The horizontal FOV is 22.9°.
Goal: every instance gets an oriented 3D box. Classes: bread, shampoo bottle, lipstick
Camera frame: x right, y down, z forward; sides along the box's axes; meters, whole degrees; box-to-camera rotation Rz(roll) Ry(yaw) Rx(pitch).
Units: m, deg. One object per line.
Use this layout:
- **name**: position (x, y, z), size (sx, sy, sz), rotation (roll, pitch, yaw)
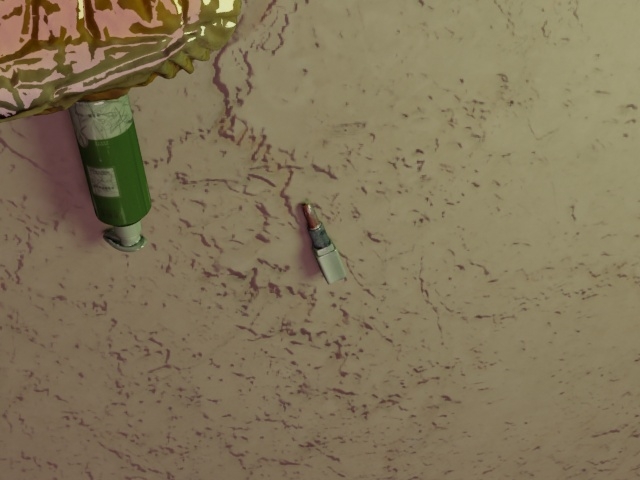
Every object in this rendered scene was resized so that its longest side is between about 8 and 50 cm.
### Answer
- **bread**: position (-0.264, -0.214, 1.433), size (0.389, 0.183, 0.236), rotation (-6, 111, -11)
- **shampoo bottle**: position (-0.213, -0.074, 1.618), size (0.065, 0.065, 0.204), rotation (-17, 129, -11)
- **lipstick**: position (0.000, 0.000, 1.783), size (0.025, 0.025, 0.107), rotation (-26, 124, -3)
